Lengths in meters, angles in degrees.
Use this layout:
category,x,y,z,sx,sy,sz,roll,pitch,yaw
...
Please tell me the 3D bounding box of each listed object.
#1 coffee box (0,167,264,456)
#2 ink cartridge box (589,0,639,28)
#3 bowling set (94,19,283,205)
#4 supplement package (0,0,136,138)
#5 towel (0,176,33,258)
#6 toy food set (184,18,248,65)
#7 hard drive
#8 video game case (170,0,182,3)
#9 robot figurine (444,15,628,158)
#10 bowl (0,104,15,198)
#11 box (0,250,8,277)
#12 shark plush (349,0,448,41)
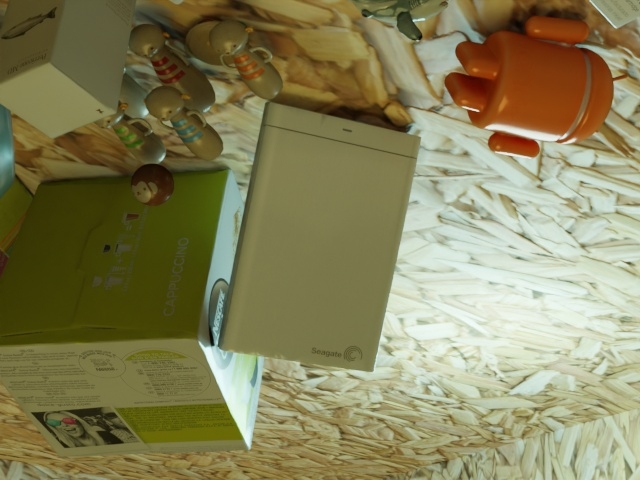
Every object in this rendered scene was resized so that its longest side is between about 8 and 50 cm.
category,x,y,z,sx,sy,sz,roll,pitch,yaw
coffee box,-0.288,0.120,1.407,0.338,0.337,0.334,-3,138,10
ink cartridge box,0.315,-0.343,0.763,0.233,0.168,0.171,-25,140,38
bowling set,-0.201,-0.160,1.072,0.287,0.200,0.154,-7,148,27
supplement package,-0.294,-0.227,0.996,0.105,0.179,0.105,-15,147,26
towel,-0.520,-0.048,1.426,0.021,0.102,0.237,23,156,21
toy food set,-0.131,-0.252,1.106,0.083,0.020,0.083,8,150,-12
hard drive,0.000,0.000,1.244,0.233,0.353,0.047,11,-178,-17
video game case,-0.193,-0.338,0.759,0.285,0.025,0.204,25,145,-31
robot figurine,0.270,-0.189,1.089,0.219,0.158,0.128,9,173,-12
bowl,-0.479,-0.147,1.081,0.163,0.311,0.311,-8,156,-25
box,-0.618,0.067,1.602,0.243,0.117,0.213,7,154,-11
shark plush,0.072,-0.298,1.012,0.161,0.073,0.067,23,130,3
